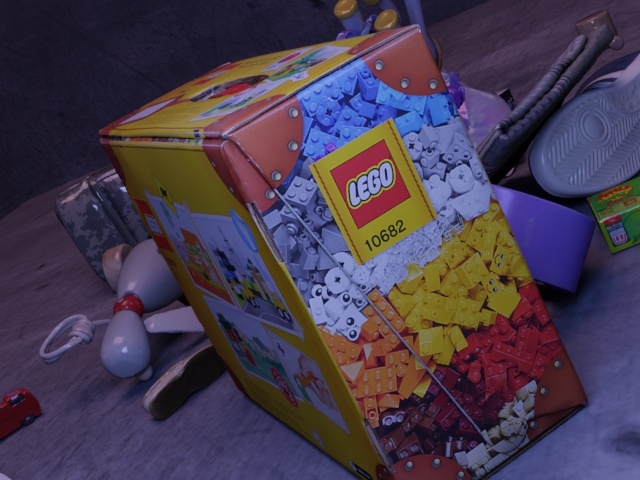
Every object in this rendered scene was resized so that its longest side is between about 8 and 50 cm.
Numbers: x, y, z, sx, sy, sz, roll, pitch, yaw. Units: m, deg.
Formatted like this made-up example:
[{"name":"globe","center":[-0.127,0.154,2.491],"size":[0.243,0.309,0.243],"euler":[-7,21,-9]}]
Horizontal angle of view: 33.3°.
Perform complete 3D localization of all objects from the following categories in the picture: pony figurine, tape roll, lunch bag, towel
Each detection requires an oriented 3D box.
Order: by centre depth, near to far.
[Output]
[{"name":"tape roll","center":[0.190,-0.007,1.140],"size":[0.189,0.189,0.080],"euler":[12,85,66]},{"name":"towel","center":[0.232,-0.121,1.411],"size":[0.324,0.056,0.312],"euler":[-43,-11,-40]},{"name":"pony figurine","center":[0.155,-0.250,1.733],"size":[0.302,0.363,0.351],"euler":[-11,48,26]},{"name":"lunch bag","center":[-0.390,-0.069,2.219],"size":[0.256,0.213,0.305],"euler":[-35,8,-4]}]

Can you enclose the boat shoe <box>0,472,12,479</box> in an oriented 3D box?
[{"name":"boat shoe","center":[-0.502,0.353,1.277],"size":[0.324,0.117,0.097],"euler":[-14,16,23]}]

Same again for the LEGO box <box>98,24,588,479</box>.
[{"name":"LEGO box","center":[-0.012,0.009,1.085],"size":[0.193,0.373,0.500],"euler":[-31,16,-17]}]

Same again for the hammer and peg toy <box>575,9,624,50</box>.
[{"name":"hammer and peg toy","center":[0.588,-0.337,1.669],"size":[0.361,0.127,0.266],"euler":[-20,19,24]}]

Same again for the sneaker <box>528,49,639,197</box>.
[{"name":"sneaker","center":[0.375,-0.150,1.456],"size":[0.350,0.131,0.148],"euler":[-34,6,-33]}]

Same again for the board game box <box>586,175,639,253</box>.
[{"name":"board game box","center":[0.401,-0.052,1.212],"size":[0.181,0.043,0.092],"euler":[-23,15,13]}]

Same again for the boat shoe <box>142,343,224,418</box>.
[{"name":"boat shoe","center":[-0.182,0.180,1.414],"size":[0.135,0.050,0.045],"euler":[-37,24,-31]}]

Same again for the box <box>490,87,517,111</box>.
[{"name":"box","center":[0.231,-0.212,2.005],"size":[0.159,0.044,0.233],"euler":[-39,19,-36]}]

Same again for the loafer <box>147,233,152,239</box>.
[{"name":"loafer","center":[-0.201,-0.014,2.002],"size":[0.302,0.095,0.109],"euler":[-22,-18,28]}]

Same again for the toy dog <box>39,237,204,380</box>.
[{"name":"toy dog","center":[-0.260,0.112,1.664],"size":[0.220,0.161,0.334],"euler":[-12,36,35]}]

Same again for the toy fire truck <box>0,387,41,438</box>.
[{"name":"toy fire truck","center":[-0.532,0.290,1.648],"size":[0.192,0.047,0.135],"euler":[-33,15,-23]}]
